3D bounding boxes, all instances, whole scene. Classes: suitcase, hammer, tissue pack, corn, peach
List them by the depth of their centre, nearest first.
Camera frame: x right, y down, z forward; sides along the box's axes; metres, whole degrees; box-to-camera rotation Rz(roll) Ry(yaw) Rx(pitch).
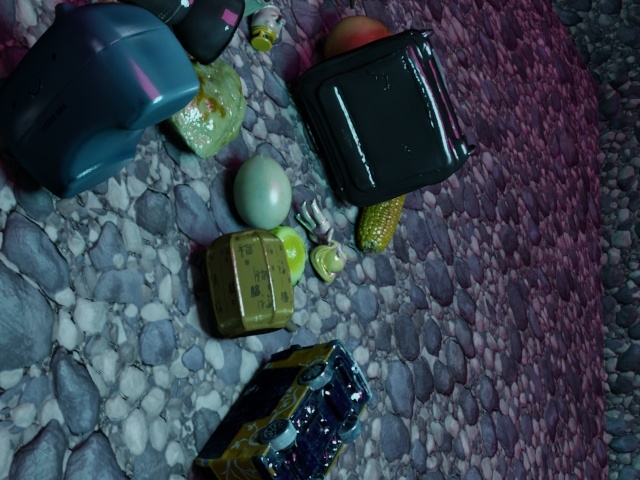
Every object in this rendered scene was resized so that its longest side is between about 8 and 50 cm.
[{"bbox_3d":[-0.338,-0.219,1.373,0.206,0.287,0.198,54,35,-1],"label":"tissue pack"},{"bbox_3d":[-0.061,0.133,1.894,0.035,0.019,0.110,44,38,-39],"label":"hammer"},{"bbox_3d":[0.139,-0.271,2.077,0.345,0.339,0.188,67,25,-14],"label":"suitcase"},{"bbox_3d":[0.154,-0.090,2.238,0.102,0.102,0.313,46,42,-36],"label":"corn"},{"bbox_3d":[0.096,-0.447,2.241,0.184,0.184,0.184,29,53,-48],"label":"peach"}]

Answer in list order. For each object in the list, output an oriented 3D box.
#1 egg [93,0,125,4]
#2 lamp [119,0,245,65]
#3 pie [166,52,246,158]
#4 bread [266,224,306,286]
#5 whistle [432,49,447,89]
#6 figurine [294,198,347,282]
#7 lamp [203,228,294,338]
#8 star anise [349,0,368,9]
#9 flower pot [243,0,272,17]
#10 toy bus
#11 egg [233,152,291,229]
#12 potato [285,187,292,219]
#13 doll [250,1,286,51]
[{"bbox_3d":[-0.348,-0.347,1.571,0.140,0.116,0.118,3,46,-57],"label":"egg"},{"bbox_3d":[-0.271,-0.425,1.649,0.227,0.172,0.147,27,40,-30],"label":"lamp"},{"bbox_3d":[-0.219,-0.266,1.755,0.201,0.090,0.248,61,31,-14],"label":"pie"},{"bbox_3d":[-0.084,0.033,1.846,0.130,0.071,0.139,50,41,-33],"label":"bread"},{"bbox_3d":[0.197,-0.339,2.352,0.188,0.168,0.404,39,50,-41],"label":"whistle"},{"bbox_3d":[0.000,0.000,1.997,0.083,0.083,0.187,-52,126,-52],"label":"figurine"},{"bbox_3d":[-0.131,0.078,1.684,0.161,0.161,0.185,5,70,-56],"label":"lamp"},{"bbox_3d":[0.047,-0.732,2.352,0.292,0.109,0.349,56,26,-15],"label":"star anise"},{"bbox_3d":[-0.203,-0.534,1.806,0.239,0.190,0.209,32,50,-48],"label":"flower pot"},{"bbox_3d":[-0.056,0.333,1.647,0.162,0.194,0.323,60,38,-19],"label":"toy bus"},{"bbox_3d":[-0.114,-0.095,1.816,0.114,0.114,0.152,3,80,-56],"label":"egg"},{"bbox_3d":[-0.083,-0.082,1.925,0.045,0.046,0.092,108,-8,-69],"label":"potato"},{"bbox_3d":[-0.107,-0.476,2.022,0.073,0.084,0.127,40,53,-43],"label":"doll"}]
